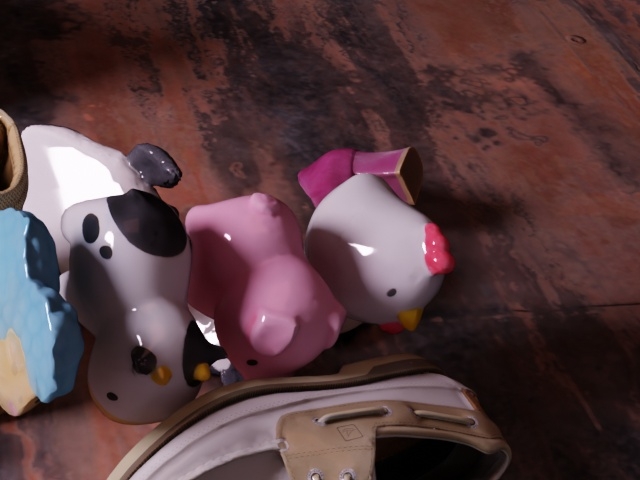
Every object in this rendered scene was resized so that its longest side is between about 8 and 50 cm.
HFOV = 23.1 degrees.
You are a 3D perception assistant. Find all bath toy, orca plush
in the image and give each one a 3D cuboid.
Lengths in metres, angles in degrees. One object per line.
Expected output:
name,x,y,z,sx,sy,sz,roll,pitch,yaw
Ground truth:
bath toy,-0.050,0.034,1.041,0.348,0.151,0.129,-8,10,-36
orca plush,-0.120,0.013,1.209,0.287,0.151,0.102,27,3,24

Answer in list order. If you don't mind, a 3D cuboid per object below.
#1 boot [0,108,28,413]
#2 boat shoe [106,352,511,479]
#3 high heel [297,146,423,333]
boot,-0.278,-0.024,1.126,0.095,0.203,0.262,-8,37,-26
boat shoe,-0.003,0.151,1.003,0.302,0.113,0.103,-18,35,-37
high heel,0.000,0.000,1.301,0.117,0.082,0.244,-9,37,28
